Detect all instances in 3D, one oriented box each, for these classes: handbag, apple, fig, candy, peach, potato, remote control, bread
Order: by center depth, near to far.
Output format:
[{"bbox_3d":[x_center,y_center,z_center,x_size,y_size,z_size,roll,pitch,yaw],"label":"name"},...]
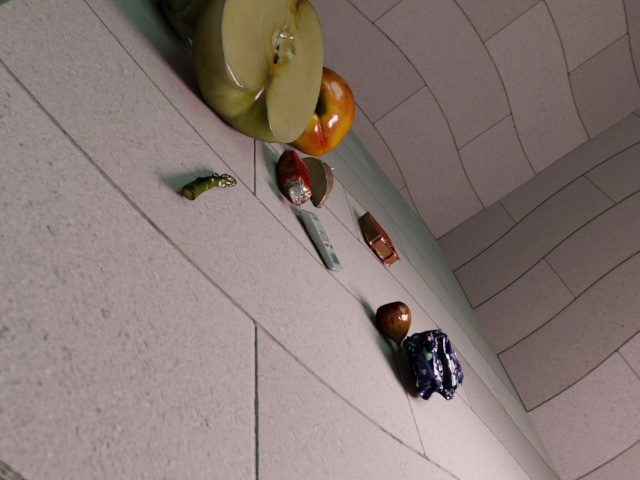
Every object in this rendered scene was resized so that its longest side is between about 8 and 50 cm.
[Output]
[{"bbox_3d":[-0.114,-0.419,1.277,0.312,0.320,0.360,23,64,-13],"label":"apple"},{"bbox_3d":[0.000,0.000,1.332,0.162,0.029,0.061,65,18,17],"label":"remote control"},{"bbox_3d":[0.264,0.286,1.345,0.260,0.113,0.162,29,48,-72],"label":"handbag"},{"bbox_3d":[0.177,0.206,1.363,0.089,0.089,0.125,-9,84,-75],"label":"fig"},{"bbox_3d":[-0.309,-0.598,1.381,0.124,0.186,0.257,18,27,-50],"label":"bread"},{"bbox_3d":[-0.064,-0.153,1.408,0.086,0.059,0.292,49,16,-29],"label":"candy"},{"bbox_3d":[0.008,-0.162,1.607,0.100,0.089,0.172,40,19,-53],"label":"potato"},{"bbox_3d":[-0.019,-0.378,1.716,0.281,0.238,0.281,172,-90,-88],"label":"peach"},{"bbox_3d":[0.194,-0.005,1.927,0.127,0.063,0.190,49,12,-25],"label":"handbag"}]

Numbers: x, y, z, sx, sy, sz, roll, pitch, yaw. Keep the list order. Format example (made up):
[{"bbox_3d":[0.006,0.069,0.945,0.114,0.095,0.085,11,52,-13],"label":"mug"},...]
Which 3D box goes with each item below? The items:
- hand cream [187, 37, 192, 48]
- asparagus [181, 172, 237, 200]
[{"bbox_3d":[-0.258,-0.461,1.521,0.234,0.050,0.080,21,40,-56],"label":"hand cream"},{"bbox_3d":[-0.179,-0.090,0.939,0.034,0.027,0.236,35,14,1],"label":"asparagus"}]
